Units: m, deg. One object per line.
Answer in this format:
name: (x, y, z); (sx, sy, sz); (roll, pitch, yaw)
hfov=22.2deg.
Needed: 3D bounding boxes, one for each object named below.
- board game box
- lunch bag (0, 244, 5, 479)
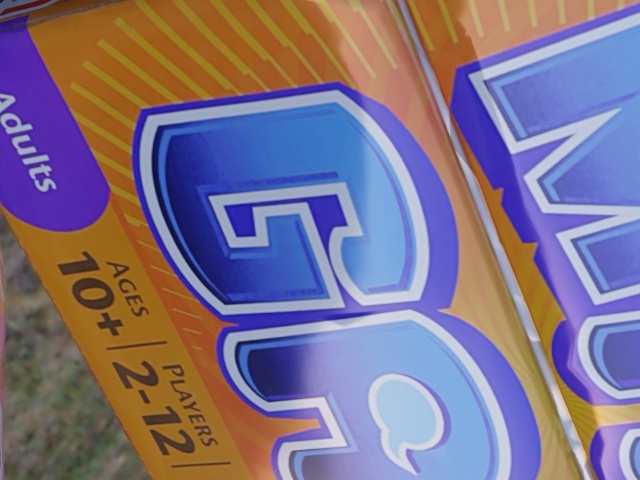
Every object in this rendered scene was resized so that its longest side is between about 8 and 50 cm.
board game box: (0.129, -0.050, 0.689); (0.356, 0.356, 0.356); (65, 31, -28)
lunch bag: (-0.226, 0.123, 0.894); (0.120, 0.258, 0.293); (-5, 137, -11)
